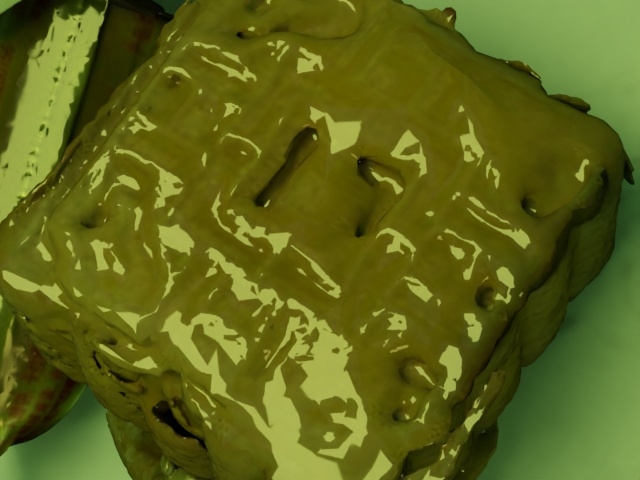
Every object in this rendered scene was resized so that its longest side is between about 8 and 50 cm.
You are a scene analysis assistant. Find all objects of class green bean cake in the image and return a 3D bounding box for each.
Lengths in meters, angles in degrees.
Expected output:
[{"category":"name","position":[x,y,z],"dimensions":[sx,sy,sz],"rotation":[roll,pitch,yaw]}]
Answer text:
[{"category":"green bean cake","position":[0.000,0.000,0.832],"dimensions":[0.224,0.131,0.229],"rotation":[33,78,15]}]

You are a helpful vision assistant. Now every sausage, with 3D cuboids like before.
[{"category":"sausage","position":[-0.154,0.010,1.007],"dimensions":[0.125,0.117,0.317],"rotation":[24,98,68]}]

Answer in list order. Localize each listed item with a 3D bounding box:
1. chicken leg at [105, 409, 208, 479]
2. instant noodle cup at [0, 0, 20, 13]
[{"category":"chicken leg","position":[-0.053,0.130,0.922],"dimensions":[0.227,0.103,0.088],"rotation":[46,120,37]},{"category":"instant noodle cup","position":[-0.214,-0.276,0.955],"dimensions":[0.294,0.294,0.308],"rotation":[-29,43,29]}]
